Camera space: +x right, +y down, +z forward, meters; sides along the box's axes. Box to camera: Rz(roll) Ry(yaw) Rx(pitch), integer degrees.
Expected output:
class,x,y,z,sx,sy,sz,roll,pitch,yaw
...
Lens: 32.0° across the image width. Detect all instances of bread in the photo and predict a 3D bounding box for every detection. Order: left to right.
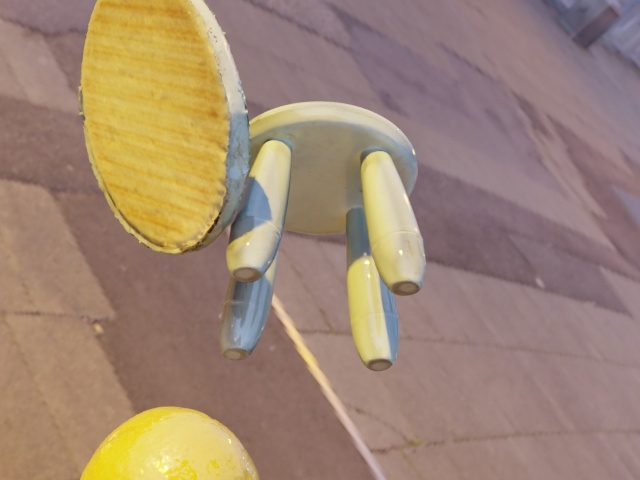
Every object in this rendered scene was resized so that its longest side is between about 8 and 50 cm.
class,x,y,z,sx,sy,sz,roll,pitch,yaw
bread,-0.145,-0.116,1.024,0.040,0.267,0.267,-14,62,-38

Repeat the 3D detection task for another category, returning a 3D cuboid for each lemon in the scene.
class,x,y,z,sx,sy,sz,roll,pitch,yaw
lemon,-0.207,0.350,1.438,0.240,0.240,0.219,48,43,-2

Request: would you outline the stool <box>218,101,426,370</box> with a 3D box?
class,x,y,z,sx,sy,sz,roll,pitch,yaw
stool,0.000,0.000,1.079,0.195,0.195,0.199,4,57,-6
